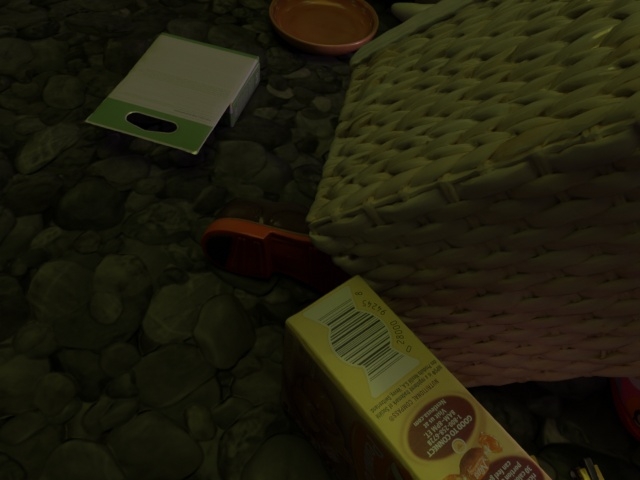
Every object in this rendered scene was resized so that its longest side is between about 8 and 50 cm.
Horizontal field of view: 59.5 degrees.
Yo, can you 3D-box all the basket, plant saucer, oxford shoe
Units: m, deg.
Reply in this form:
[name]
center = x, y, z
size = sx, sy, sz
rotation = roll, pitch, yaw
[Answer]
[basket]
center = 0.219, -0.053, 0.526
size = 0.331, 0.328, 0.266
rotation = -17, 42, 37
[plant saucer]
center = 0.005, -0.397, 1.022
size = 0.200, 0.037, 0.200
rotation = 4, 52, -5
[oxford shoe]
center = 0.000, 0.000, 0.677
size = 0.271, 0.097, 0.098
rotation = 15, 46, 4

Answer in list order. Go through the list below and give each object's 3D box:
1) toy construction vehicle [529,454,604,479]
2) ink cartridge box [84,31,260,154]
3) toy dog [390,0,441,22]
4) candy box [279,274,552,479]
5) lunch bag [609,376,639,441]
[toy construction vehicle]
center = 0.246, 0.253, 0.547
size = 0.086, 0.035, 0.098
rotation = -6, 53, -12
[ink cartridge box]
center = -0.209, -0.211, 0.838
size = 0.171, 0.056, 0.235
rotation = 17, 55, 6
[toy dog]
center = 0.209, -0.525, 1.033
size = 0.395, 0.284, 0.408
rotation = -41, 64, -12
[candy box]
center = 0.090, 0.202, 0.472
size = 0.087, 0.183, 0.316
rotation = -30, 61, -24
[lunch bag]
center = 0.468, 0.098, 0.613
size = 0.293, 0.120, 0.258
rotation = 3, 63, 1
